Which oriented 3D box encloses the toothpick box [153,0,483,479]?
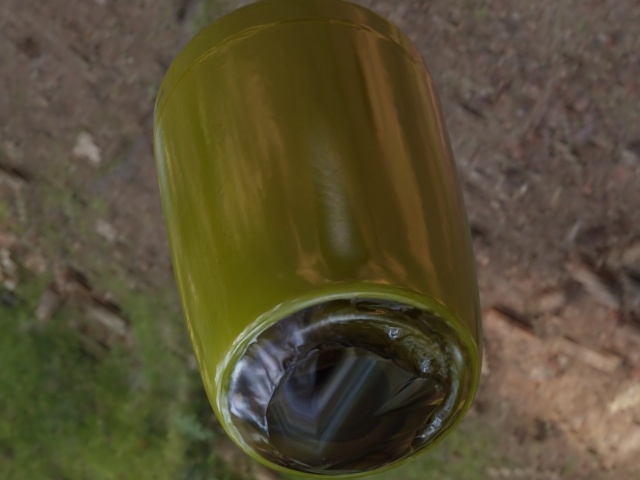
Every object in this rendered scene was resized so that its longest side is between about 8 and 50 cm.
[{"bbox_3d":[0.000,0.000,0.979,0.175,0.271,0.175,-5,130,-6],"label":"toothpick box"}]
